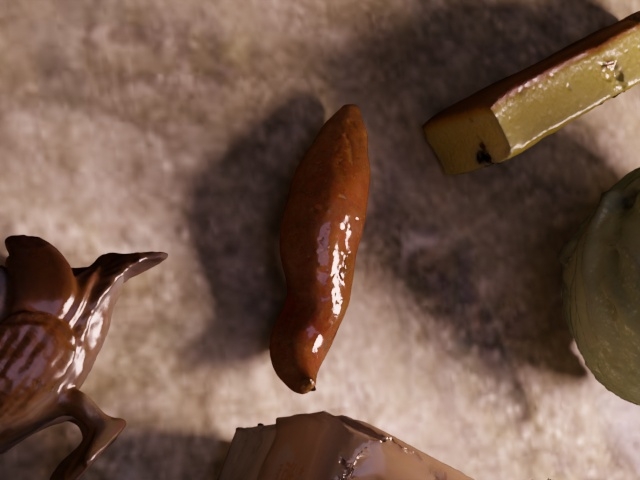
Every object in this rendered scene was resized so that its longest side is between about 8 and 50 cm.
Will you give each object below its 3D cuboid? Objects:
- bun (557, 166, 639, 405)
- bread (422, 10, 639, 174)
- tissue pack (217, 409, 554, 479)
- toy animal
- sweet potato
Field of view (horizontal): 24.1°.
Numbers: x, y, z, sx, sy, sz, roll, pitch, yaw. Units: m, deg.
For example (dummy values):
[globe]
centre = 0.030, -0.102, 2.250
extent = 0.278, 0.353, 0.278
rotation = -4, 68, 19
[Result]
[bun]
centre = 0.243, 0.011, 1.050
extent = 0.126, 0.204, 0.212
rotation = 35, 27, 4
[bread]
centre = 0.179, -0.113, 1.066
extent = 0.226, 0.088, 0.049
rotation = -29, 95, -30
[tissue pack]
centre = 0.030, 0.273, 0.826
extent = 0.238, 0.238, 0.306
rotation = 30, 67, -23
[toy animal]
centre = -0.177, 0.047, 0.829
extent = 0.179, 0.089, 0.188
rotation = 41, 68, -2
[sweet potato]
centre = -0.001, 0.000, 0.954
extent = 0.058, 0.055, 0.202
rotation = 21, 70, -27
